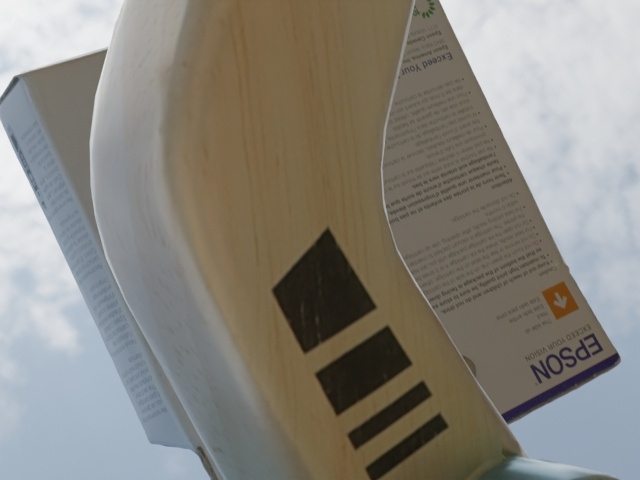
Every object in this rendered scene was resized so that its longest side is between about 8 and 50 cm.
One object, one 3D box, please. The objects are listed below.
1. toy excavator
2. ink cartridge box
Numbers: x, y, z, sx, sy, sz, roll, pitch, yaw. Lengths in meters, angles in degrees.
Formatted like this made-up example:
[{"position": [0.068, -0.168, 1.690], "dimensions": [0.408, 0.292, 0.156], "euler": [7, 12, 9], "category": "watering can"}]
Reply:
[{"position": [0.012, 0.095, 0.395], "dimensions": [0.433, 0.222, 0.445], "euler": [-49, -54, -27], "category": "toy excavator"}, {"position": [0.000, 0.000, 0.702], "dimensions": [0.223, 0.045, 0.224], "euler": [-22, -97, -32], "category": "ink cartridge box"}]
